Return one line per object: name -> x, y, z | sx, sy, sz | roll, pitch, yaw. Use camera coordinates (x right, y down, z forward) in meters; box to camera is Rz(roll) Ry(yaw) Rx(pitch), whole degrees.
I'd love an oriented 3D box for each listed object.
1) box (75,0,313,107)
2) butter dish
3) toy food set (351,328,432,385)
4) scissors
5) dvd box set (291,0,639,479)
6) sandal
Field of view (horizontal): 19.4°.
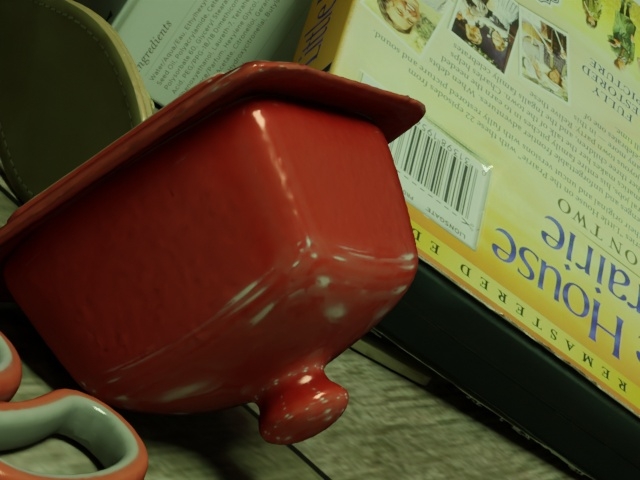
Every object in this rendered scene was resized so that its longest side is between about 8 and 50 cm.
box -> -0.061, -0.183, 1.203 | 0.119, 0.182, 0.181 | 30, 14, -22
butter dish -> -0.029, 0.019, 0.688 | 0.118, 0.160, 0.160 | 62, 21, 14
toy food set -> 0.000, 0.000, 1.012 | 0.132, 0.038, 0.192 | 29, 14, -27
scissors -> -0.141, 0.049, 0.507 | 0.109, 0.021, 0.297 | 41, 12, 16
dvd box set -> 0.132, -0.081, 1.078 | 0.307, 0.062, 0.420 | 35, 44, -19
sandal -> -0.115, -0.072, 0.872 | 0.079, 0.088, 0.240 | 13, 19, -45
